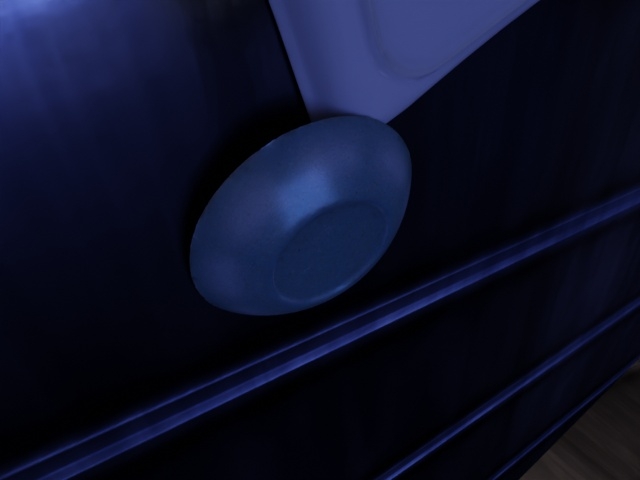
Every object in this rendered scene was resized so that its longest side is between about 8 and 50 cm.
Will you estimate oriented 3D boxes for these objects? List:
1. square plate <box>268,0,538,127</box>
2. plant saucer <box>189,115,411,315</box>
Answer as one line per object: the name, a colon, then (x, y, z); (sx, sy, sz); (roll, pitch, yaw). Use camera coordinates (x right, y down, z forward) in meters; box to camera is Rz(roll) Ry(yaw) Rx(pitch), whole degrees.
square plate: (0.098, -0.261, 0.319); (0.344, 0.049, 0.347); (-40, 139, -14)
plant saucer: (0.000, 0.000, 0.407); (0.195, 0.037, 0.194); (-24, 143, -19)
